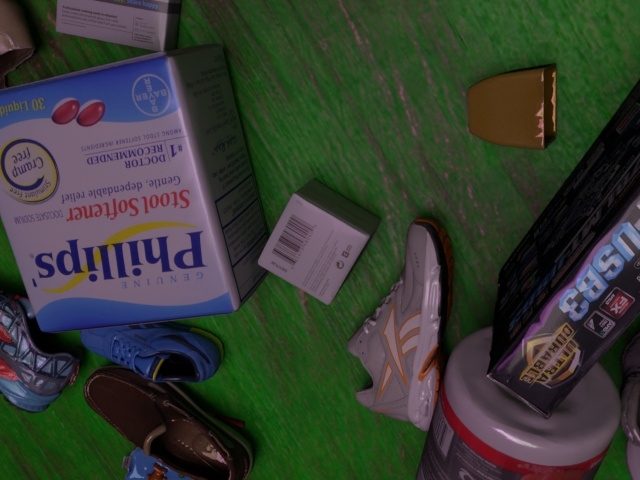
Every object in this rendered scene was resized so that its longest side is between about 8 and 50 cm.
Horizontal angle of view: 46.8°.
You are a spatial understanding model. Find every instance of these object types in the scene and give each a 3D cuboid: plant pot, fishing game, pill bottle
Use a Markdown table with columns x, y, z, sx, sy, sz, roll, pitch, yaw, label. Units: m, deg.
| x | y | z | sx | sy | sz | roll | pitch | yaw | label |
| --- | --- | --- | --- | --- | --- | --- | --- | --- | --- |
| 0.202 | -0.141 | 0.786 | 0.083 | 0.081 | 0.082 | 2 | 106 | 26 | plant pot |
| -0.197 | 0.355 | 1.047 | 0.189 | 0.041 | 0.264 | 15 | 106 | 11 | fishing game |
| 0.199 | 0.264 | 0.826 | 0.176 | 0.176 | 0.319 | 14 | 126 | 10 | pill bottle |

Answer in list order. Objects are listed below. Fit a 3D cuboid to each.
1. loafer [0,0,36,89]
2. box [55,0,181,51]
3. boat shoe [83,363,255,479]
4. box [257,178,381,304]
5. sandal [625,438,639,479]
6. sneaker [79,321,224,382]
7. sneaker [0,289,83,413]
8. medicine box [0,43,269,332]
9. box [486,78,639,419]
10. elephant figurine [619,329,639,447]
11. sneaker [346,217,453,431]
| x | y | z | sx | sy | sz | roll | pitch | yaw | label |
| --- | --- | --- | --- | --- | --- | --- | --- | --- | --- |
| -0.457 | -0.195 | 0.925 | 0.268 | 0.102 | 0.092 | -42 | 86 | 20 | loafer |
| -0.232 | -0.326 | 0.865 | 0.145 | 0.038 | 0.186 | 14 | 107 | 10 | box |
| -0.207 | 0.242 | 0.973 | 0.257 | 0.095 | 0.095 | 25 | 93 | 9 | boat shoe |
| 0.000 | 0.000 | 0.870 | 0.102 | 0.087 | 0.101 | 30 | 111 | 4 | box |
| 0.550 | 0.281 | 0.796 | 0.416 | 0.169 | 0.102 | 3 | 148 | 19 | sandal |
| -0.234 | 0.143 | 0.976 | 0.209 | 0.082 | 0.069 | 10 | 110 | 13 | sneaker |
| -0.433 | 0.105 | 1.022 | 0.125 | 0.104 | 0.262 | -42 | 97 | 4 | sneaker |
| -0.225 | -0.059 | 0.873 | 0.263 | 0.149 | 0.289 | -8 | 106 | 17 | medicine box |
| 0.269 | -0.021 | 0.686 | 0.073 | 0.293 | 0.296 | 33 | 110 | 3 | box |
| 0.379 | 0.166 | 0.774 | 0.239 | 0.186 | 0.169 | 36 | 145 | 30 | elephant figurine |
| 0.089 | 0.100 | 0.875 | 0.121 | 0.099 | 0.263 | 7 | 106 | 17 | sneaker |
